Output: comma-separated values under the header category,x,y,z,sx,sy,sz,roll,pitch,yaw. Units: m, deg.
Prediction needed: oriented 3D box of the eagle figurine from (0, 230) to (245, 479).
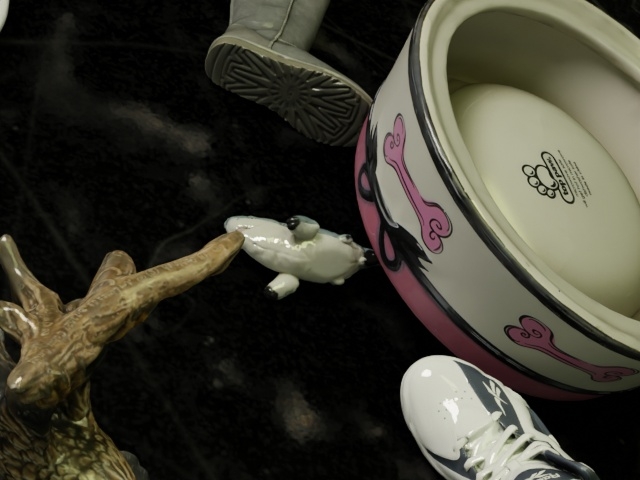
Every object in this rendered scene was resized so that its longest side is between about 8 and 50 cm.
category,x,y,z,sx,sy,sz,roll,pitch,yaw
eagle figurine,-0.151,0.160,0.892,0.226,0.298,0.225,-2,36,-15

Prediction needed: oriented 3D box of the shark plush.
category,x,y,z,sx,sy,sz,roll,pitch,yaw
shark plush,0.000,0.000,1.296,0.161,0.073,0.067,-6,24,-32

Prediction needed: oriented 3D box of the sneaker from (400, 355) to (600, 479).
category,x,y,z,sx,sy,sz,roll,pitch,yaw
sneaker,0.148,0.172,1.138,0.094,0.153,0.235,-31,75,-7

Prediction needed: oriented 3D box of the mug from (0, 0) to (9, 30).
category,x,y,z,sx,sy,sz,roll,pitch,yaw
mug,-0.383,-0.295,1.192,0.374,0.276,0.328,48,22,-34

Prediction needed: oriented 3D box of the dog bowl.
category,x,y,z,sx,sy,sz,roll,pitch,yaw
dog bowl,0.206,-0.036,1.356,0.408,0.150,0.408,22,47,-26

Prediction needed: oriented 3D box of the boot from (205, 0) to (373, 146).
category,x,y,z,sx,sy,sz,roll,pitch,yaw
boot,-0.014,-0.197,1.476,0.189,0.076,0.208,30,33,-9
